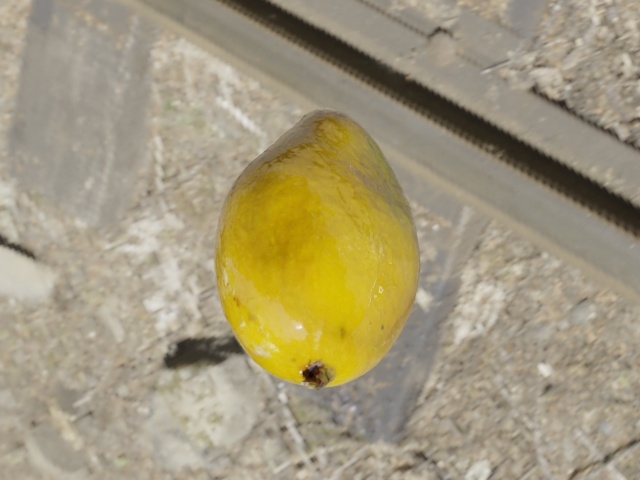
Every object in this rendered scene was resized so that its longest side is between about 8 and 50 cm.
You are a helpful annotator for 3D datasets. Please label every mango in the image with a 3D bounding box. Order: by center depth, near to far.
[{"bbox_3d":[0.000,0.000,1.194,0.176,0.317,0.119,26,131,-13],"label":"mango"}]
